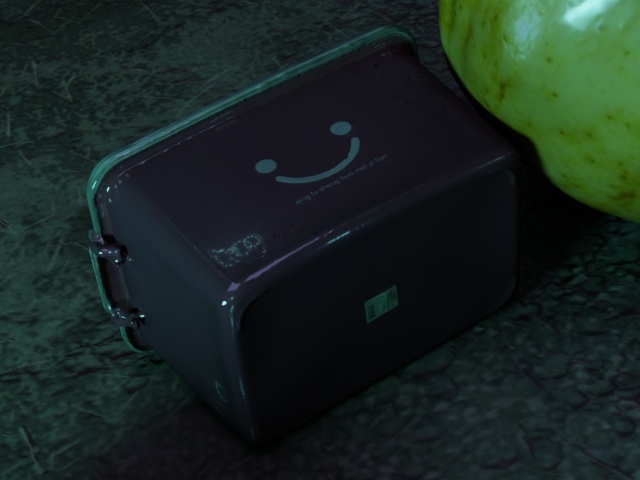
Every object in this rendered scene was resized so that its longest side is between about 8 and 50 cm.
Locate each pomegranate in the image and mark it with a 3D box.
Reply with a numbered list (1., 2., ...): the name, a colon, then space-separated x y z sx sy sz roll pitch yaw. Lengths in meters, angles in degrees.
1. pomegranate: 0.275 -0.200 1.070 0.410 0.410 0.410 -8 37 6

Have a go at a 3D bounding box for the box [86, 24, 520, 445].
1. box: 0.000 0.000 1.085 0.294 0.193 0.167 -28 48 -21
